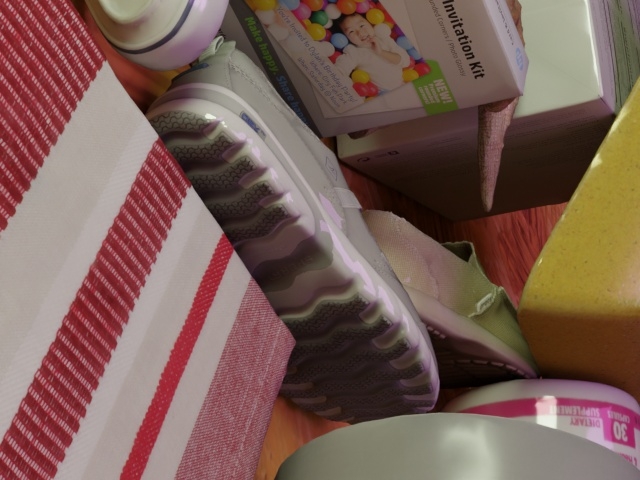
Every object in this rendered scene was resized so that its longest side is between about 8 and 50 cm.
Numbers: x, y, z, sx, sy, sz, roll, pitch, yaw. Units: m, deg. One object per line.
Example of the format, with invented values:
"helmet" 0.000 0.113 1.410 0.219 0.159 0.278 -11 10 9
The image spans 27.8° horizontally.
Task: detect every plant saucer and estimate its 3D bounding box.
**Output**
"plant saucer" 0.287 -0.009 1.019 0.332 0.081 0.333 -58 152 -14

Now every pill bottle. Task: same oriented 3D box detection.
"pill bottle" 0.168 0.258 0.952 0.160 0.160 0.283 40 45 -55

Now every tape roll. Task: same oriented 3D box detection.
"tape roll" 0.078 0.178 0.717 0.219 0.219 0.072 52 35 -45

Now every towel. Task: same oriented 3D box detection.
"towel" -0.122 0.026 0.575 0.329 0.037 0.237 59 32 -34

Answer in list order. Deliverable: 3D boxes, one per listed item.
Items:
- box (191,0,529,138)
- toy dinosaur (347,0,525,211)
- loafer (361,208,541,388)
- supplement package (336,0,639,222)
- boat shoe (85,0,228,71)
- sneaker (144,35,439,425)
"box" 0.009 -0.129 0.744 0.145 0.186 0.038 61 31 -35
"toy dinosaur" 0.068 -0.174 0.860 0.295 0.127 0.200 50 34 -11
"loafer" 0.092 0.049 0.953 0.268 0.102 0.092 34 55 -57
"supplement package" 0.145 -0.147 1.036 0.263 0.199 0.198 22 59 -63
"boat shoe" -0.114 -0.209 0.647 0.084 0.095 0.258 14 56 -59
"sneaker" 0.000 0.000 0.766 0.281 0.105 0.115 60 30 -35
